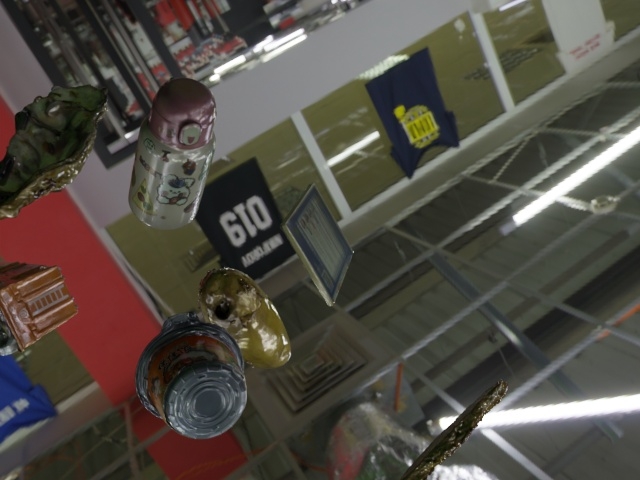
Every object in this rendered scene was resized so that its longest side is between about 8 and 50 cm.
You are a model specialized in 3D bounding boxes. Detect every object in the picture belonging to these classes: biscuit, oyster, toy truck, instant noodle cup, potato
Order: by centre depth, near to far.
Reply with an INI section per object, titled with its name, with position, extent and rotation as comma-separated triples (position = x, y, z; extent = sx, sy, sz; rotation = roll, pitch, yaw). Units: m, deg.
[biscuit]
position = 0.186, 0.279, 0.930
extent = 0.206, 0.025, 0.126
rotation = -42, 165, -9
[oyster]
position = -0.413, -0.136, 0.987
extent = 0.129, 0.078, 0.344
rotation = 9, -136, -3
[instant noodle cup]
position = -0.191, 0.229, 1.027
extent = 0.178, 0.208, 0.125
rotation = -30, -158, -14
[potato]
position = -0.160, 0.173, 1.407
extent = 0.140, 0.300, 0.173
rotation = -34, -136, -7
[toy truck]
position = -0.770, 0.144, 1.615
extent = 0.388, 0.173, 0.207
rotation = 2, -153, 44

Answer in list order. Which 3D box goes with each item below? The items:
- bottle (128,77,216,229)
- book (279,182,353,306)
[bottle]
position = -0.225, -0.135, 1.015
extent = 0.120, 0.120, 0.253
rotation = -49, 171, -42
[book]
position = 0.000, 0.000, 1.625
extent = 0.018, 0.228, 0.322
rotation = -25, -166, 20
